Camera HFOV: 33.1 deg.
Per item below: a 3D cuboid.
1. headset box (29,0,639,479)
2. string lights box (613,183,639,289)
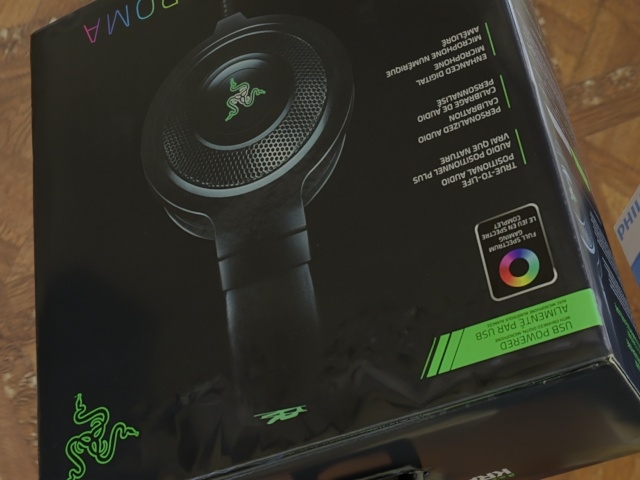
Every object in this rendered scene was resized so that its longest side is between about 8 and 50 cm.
[{"bbox_3d":[0.000,0.000,0.504,0.131,0.246,0.283,42,34,-55],"label":"headset box"},{"bbox_3d":[0.299,0.065,0.692,0.133,0.076,0.259,4,46,-15],"label":"string lights box"}]
